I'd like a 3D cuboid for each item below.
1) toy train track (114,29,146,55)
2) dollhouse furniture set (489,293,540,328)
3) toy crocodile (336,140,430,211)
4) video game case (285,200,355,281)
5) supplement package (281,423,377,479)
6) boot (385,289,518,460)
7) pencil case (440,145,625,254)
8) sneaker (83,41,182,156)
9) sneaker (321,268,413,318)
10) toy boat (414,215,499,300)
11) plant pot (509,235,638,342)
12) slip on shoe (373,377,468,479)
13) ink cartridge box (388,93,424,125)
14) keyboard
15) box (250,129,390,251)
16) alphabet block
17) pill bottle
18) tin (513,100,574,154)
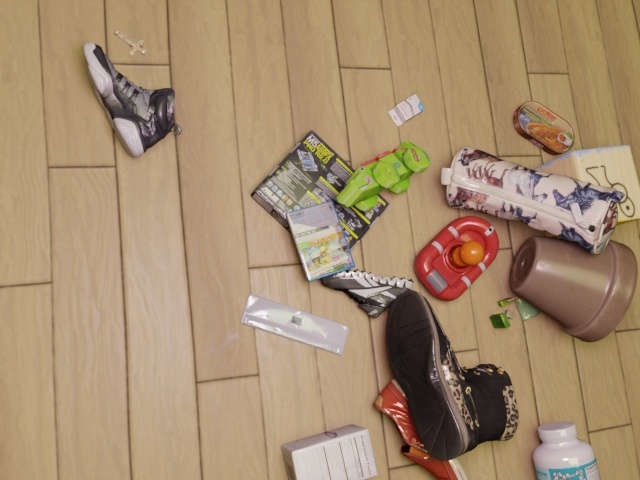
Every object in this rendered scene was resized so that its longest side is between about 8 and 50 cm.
[{"bbox_3d":[-0.446,-0.467,1.456,0.083,0.014,0.048,35,72,-7],"label":"toy train track"},{"bbox_3d":[0.513,0.178,1.601,0.151,0.058,0.076,-20,87,-19],"label":"dollhouse furniture set"},{"bbox_3d":[0.153,-0.161,1.473,0.340,0.115,0.105,-29,76,-43],"label":"toy crocodile"},{"bbox_3d":[0.000,0.000,1.435,0.119,0.015,0.167,-16,81,-19],"label":"video game case"},{"bbox_3d":[0.018,0.485,1.373,0.179,0.105,0.105,-11,83,-19],"label":"supplement package"},{"bbox_3d":[0.311,0.307,1.444,0.284,0.138,0.378,12,51,-43],"label":"boot"},{"bbox_3d":[0.502,-0.103,1.504,0.410,0.183,0.160,22,100,26],"label":"pencil case"},{"bbox_3d":[-0.418,-0.333,1.398,0.153,0.101,0.269,-27,94,-20],"label":"sneaker"},{"bbox_3d":[0.113,0.130,1.480,0.234,0.078,0.106,9,75,-17],"label":"sneaker"},{"bbox_3d":[0.352,0.037,1.530,0.231,0.151,0.151,-42,94,-19],"label":"toy boat"},{"bbox_3d":[0.608,0.096,1.554,0.229,0.263,0.263,19,75,-3],"label":"plant pot"},{"bbox_3d":[0.239,0.478,1.441,0.101,0.123,0.331,-34,87,-6],"label":"slip on shoe"},{"bbox_3d":[0.226,-0.341,1.626,0.083,0.028,0.048,-34,91,-19],"label":"ink cartridge box"},{"bbox_3d":[-0.057,0.198,1.454,0.255,0.014,0.072,20,70,-13],"label":"keyboard"},{"bbox_3d":[0.002,-0.098,1.499,0.270,0.060,0.216,42,71,-6],"label":"box"},{"bbox_3d":[0.705,-0.126,1.644,0.192,0.193,0.197,-7,82,-16],"label":"alphabet block"},{"bbox_3d":[0.604,0.584,1.509,0.146,0.146,0.264,-9,82,-18],"label":"pill bottle"},{"bbox_3d":[0.625,-0.314,1.738,0.189,0.040,0.106,31,77,-9],"label":"tin"}]
